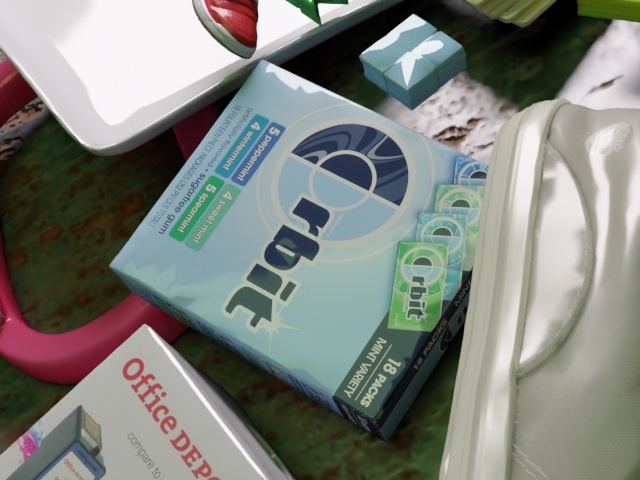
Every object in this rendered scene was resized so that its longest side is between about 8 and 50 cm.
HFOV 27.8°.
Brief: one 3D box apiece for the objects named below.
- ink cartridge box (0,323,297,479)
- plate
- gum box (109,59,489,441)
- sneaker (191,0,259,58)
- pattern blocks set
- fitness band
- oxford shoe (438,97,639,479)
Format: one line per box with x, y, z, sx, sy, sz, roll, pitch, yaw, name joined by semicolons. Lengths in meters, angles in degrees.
-0.113;0.173;0.668;0.212;0.093;0.154;-41;47;-4;ink cartridge box
-0.097;-0.181;0.892;0.278;0.045;0.277;-31;51;-19;plate
0.000;0.000;0.729;0.184;0.041;0.157;27;73;25;gum box
-0.045;-0.167;0.793;0.067;0.042;0.118;-41;41;24;sneaker
0.127;-0.217;0.819;0.325;0.026;0.285;-30;50;-7;pattern blocks set
-0.160;-0.038;0.871;0.209;0.054;0.290;-31;49;7;fitness band
0.131;0.111;0.528;0.130;0.169;0.449;-7;50;24;oxford shoe
